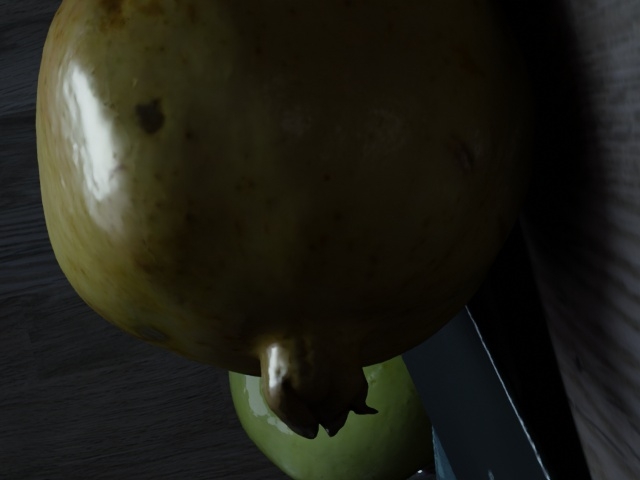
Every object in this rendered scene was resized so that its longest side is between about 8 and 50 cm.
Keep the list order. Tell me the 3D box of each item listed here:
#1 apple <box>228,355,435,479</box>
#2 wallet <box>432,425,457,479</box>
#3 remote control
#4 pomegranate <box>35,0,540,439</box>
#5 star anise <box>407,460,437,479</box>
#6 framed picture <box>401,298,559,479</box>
[{"bbox_3d":[0.038,0.155,1.407,0.254,0.291,0.292,58,-162,-58],"label":"apple"},{"bbox_3d":[0.170,0.267,1.137,0.237,0.075,0.342,-111,10,-50],"label":"wallet"},{"bbox_3d":[0.147,0.048,1.072,0.261,0.029,0.067,-99,-2,-47],"label":"remote control"},{"bbox_3d":[-0.020,-0.048,0.746,0.342,0.342,0.343,168,90,-90],"label":"pomegranate"},{"bbox_3d":[0.142,0.311,1.788,0.315,0.139,0.360,21,116,54],"label":"star anise"},{"bbox_3d":[0.104,0.101,0.975,0.244,0.013,0.324,92,158,-61],"label":"framed picture"}]
